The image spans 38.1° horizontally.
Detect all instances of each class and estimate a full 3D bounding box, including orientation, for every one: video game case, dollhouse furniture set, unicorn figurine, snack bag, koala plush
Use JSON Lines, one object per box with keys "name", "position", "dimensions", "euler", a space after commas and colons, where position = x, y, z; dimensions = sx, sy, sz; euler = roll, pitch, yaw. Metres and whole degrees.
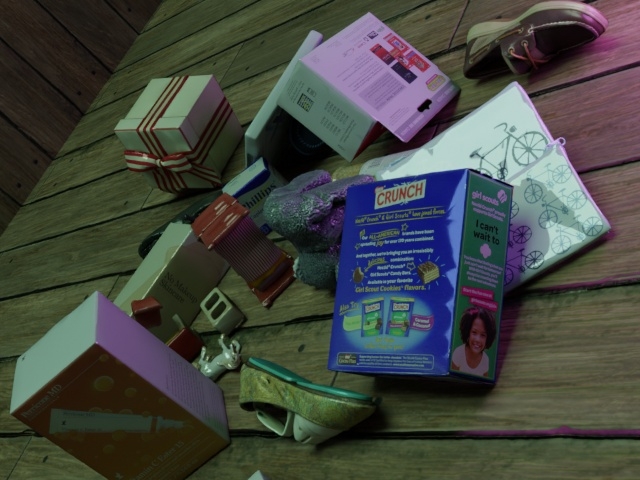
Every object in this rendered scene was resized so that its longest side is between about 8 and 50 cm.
{"name": "video game case", "position": [-0.089, -0.298, 2.240], "dimensions": [0.329, 0.036, 0.300], "euler": [-61, -8, -23]}
{"name": "dollhouse furniture set", "position": [-0.243, 0.106, 1.953], "dimensions": [0.374, 0.201, 0.152], "euler": [-46, 30, -2]}
{"name": "unicorn figurine", "position": [-0.201, 0.241, 1.891], "dimensions": [0.162, 0.060, 0.111], "euler": [-52, 26, 22]}
{"name": "snack bag", "position": [0.272, -0.070, 1.555], "dimensions": [0.323, 0.037, 0.343], "euler": [-33, 58, 22]}
{"name": "koala plush", "position": [0.000, 0.000, 1.785], "dimensions": [0.203, 0.221, 0.196], "euler": [-28, 25, -36]}

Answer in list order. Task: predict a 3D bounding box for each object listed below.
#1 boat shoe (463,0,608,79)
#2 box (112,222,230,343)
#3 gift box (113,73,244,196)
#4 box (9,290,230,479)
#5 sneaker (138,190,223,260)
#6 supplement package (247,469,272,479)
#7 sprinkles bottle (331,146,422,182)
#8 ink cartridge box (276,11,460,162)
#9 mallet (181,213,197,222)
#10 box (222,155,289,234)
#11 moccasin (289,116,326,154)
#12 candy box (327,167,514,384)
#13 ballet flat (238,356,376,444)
{"name": "boat shoe", "position": [0.411, -0.380, 1.836], "dimensions": [0.342, 0.123, 0.123], "euler": [3, 68, 52]}
{"name": "box", "position": [-0.356, 0.122, 2.135], "dimensions": [0.121, 0.148, 0.311], "euler": [5, 58, 52]}
{"name": "gift box", "position": [-0.370, -0.272, 2.545], "dimensions": [0.255, 0.276, 0.258], "euler": [-2, 46, 33]}
{"name": "box", "position": [-0.366, 0.298, 1.726], "dimensions": [0.215, 0.345, 0.168], "euler": [-40, 30, 11]}
{"name": "sneaker", "position": [-0.336, -0.028, 2.359], "dimensions": [0.286, 0.109, 0.130], "euler": [-27, 24, 17]}
{"name": "supplement package", "position": [-0.072, 0.456, 1.405], "dimensions": [0.105, 0.105, 0.179], "euler": [-45, 30, 1]}
{"name": "sprinkles bottle", "position": [0.176, -0.116, 1.784], "dimensions": [0.355, 0.121, 0.121], "euler": [-9, 46, 47]}
{"name": "ink cartridge box", "position": [0.109, -0.306, 1.949], "dimensions": [0.309, 0.272, 0.130], "euler": [-44, -9, -46]}
{"name": "mallet", "position": [-0.230, -0.034, 2.141], "dimensions": [0.062, 0.189, 0.039], "euler": [8, 86, 44]}
{"name": "box", "position": [-0.134, -0.101, 2.135], "dimensions": [0.126, 0.137, 0.072], "euler": [-38, 31, 12]}
{"name": "moccasin", "position": [0.041, -0.358, 2.223], "dimensions": [0.342, 0.137, 0.117], "euler": [-59, 17, -21]}
{"name": "candy box", "position": [0.155, 0.061, 1.482], "dimensions": [0.268, 0.122, 0.317], "euler": [-5, 74, 48]}
{"name": "ballet flat", "position": [-0.032, 0.285, 1.578], "dimensions": [0.348, 0.123, 0.123], "euler": [8, 58, 54]}
